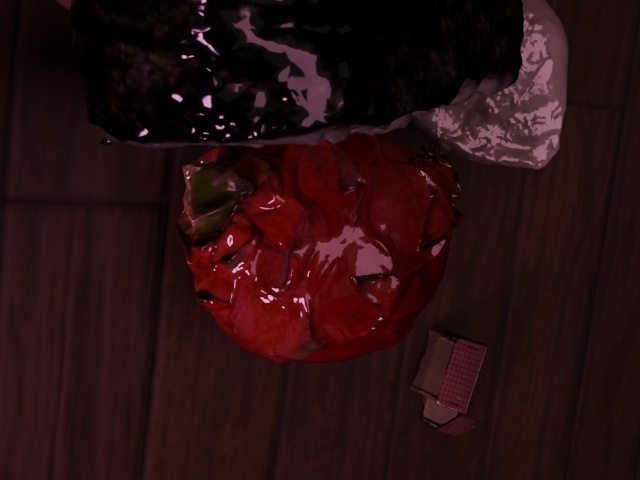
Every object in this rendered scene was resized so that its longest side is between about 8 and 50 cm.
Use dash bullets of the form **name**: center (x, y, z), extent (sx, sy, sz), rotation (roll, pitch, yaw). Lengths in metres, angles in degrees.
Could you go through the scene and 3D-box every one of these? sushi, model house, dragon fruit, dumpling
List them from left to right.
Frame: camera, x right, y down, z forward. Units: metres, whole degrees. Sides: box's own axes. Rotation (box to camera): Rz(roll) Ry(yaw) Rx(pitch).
- **sushi**: center (0.000, -0.152, 0.734), extent (0.350, 0.211, 0.171), rotation (-22, 111, -51)
- **dragon fruit**: center (0.000, 0.000, 0.834), extent (0.209, 0.172, 0.172), rotation (-5, 105, -25)
- **model house**: center (0.114, 0.122, 1.033), extent (0.057, 0.058, 0.083), rotation (18, 90, -41)
- **dumpling**: center (0.108, -0.137, 0.935), extent (0.150, 0.092, 0.176), rotation (-18, 109, -10)

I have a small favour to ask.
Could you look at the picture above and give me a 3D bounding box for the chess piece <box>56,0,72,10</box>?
- **chess piece**: center (-0.135, -0.178, 0.760), extent (0.083, 0.038, 0.084), rotation (-9, 105, -37)
